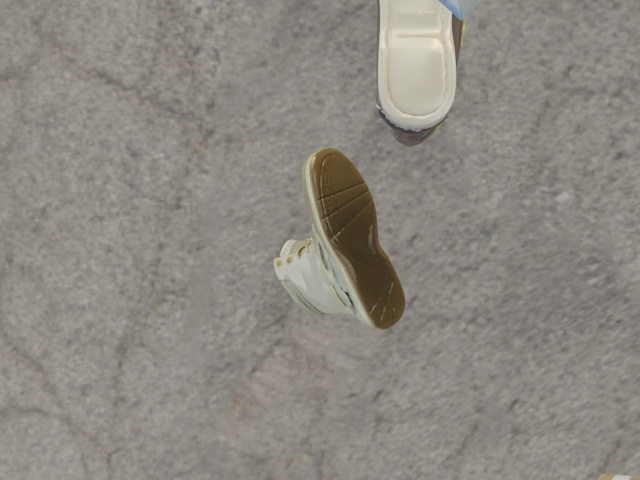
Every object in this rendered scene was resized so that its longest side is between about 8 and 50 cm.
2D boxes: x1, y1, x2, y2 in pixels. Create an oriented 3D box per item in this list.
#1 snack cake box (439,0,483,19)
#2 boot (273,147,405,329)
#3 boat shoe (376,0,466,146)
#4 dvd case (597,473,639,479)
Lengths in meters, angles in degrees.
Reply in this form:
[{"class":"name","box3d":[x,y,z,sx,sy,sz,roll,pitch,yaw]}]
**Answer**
[{"class":"snack cake box","box3d":[0.040,-0.272,0.493,0.152,0.089,0.264,-44,73,4]},{"class":"boot","box3d":[0.000,0.000,1.023,0.165,0.077,0.213,2,118,56]},{"class":"boat shoe","box3d":[0.120,-0.272,1.045,0.116,0.097,0.324,4,76,2]},{"class":"dvd case","box3d":[0.304,0.231,0.571,0.221,0.018,0.165,-9,106,42]}]
